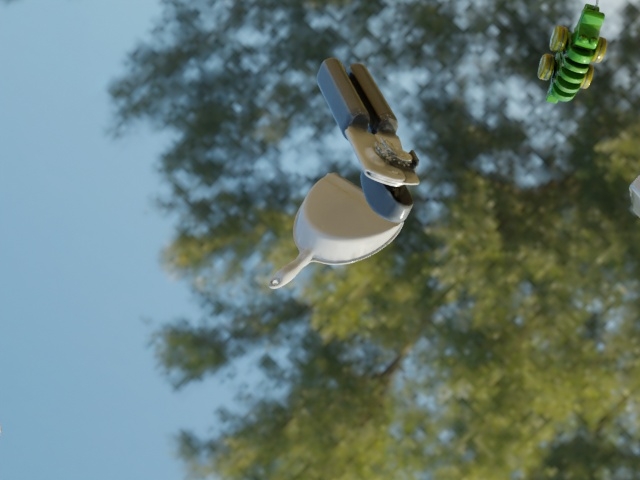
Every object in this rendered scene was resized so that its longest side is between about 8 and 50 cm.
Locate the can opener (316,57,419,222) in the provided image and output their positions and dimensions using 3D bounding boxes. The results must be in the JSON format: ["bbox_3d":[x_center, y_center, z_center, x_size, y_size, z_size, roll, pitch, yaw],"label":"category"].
[{"bbox_3d":[0.051,-0.132,1.798,0.074,0.093,0.280,10,-146,-23],"label":"can opener"}]

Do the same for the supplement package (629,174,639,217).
[{"bbox_3d":[0.242,0.004,0.666,0.179,0.105,0.105,44,-173,12],"label":"supplement package"}]

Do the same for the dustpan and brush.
[{"bbox_3d":[0.000,0.000,2.068,0.147,0.060,0.211,34,-134,23],"label":"dustpan and brush"}]

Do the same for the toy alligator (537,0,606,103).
[{"bbox_3d":[0.282,-0.211,1.574,0.056,0.189,0.051,13,-136,-8],"label":"toy alligator"}]
